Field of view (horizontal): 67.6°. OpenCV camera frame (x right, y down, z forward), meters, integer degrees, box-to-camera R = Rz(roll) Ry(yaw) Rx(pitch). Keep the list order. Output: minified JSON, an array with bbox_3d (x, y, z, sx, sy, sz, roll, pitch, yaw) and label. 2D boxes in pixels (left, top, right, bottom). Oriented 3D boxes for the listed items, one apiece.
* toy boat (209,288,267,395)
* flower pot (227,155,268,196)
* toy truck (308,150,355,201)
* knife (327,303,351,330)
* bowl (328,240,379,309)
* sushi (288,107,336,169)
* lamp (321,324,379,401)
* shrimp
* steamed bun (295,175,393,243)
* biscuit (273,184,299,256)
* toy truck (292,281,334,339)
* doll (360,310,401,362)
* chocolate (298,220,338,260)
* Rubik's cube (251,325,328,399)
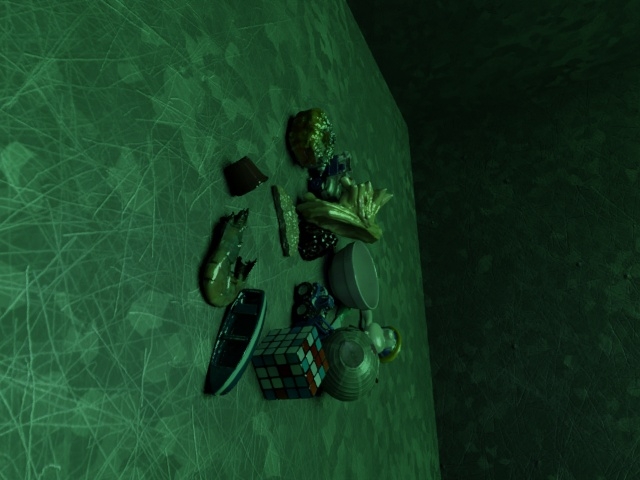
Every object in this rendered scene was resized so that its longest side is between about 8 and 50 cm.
[{"bbox_3d":[-0.210,0.260,1.222,0.062,0.095,0.300,72,28,-48],"label":"toy boat"},{"bbox_3d":[-0.219,-0.193,1.392,0.089,0.111,0.111,60,27,-16],"label":"flower pot"},{"bbox_3d":[0.058,-0.251,1.967,0.161,0.176,0.214,43,42,-57],"label":"toy truck"},{"bbox_3d":[0.069,0.334,1.938,0.260,0.034,0.063,-46,125,-56],"label":"knife"},{"bbox_3d":[0.128,0.155,1.987,0.287,0.143,0.287,45,38,-51],"label":"bowl"},{"bbox_3d":[-0.029,-0.404,1.870,0.184,0.139,0.275,53,41,-51],"label":"sushi"},{"bbox_3d":[0.092,0.434,1.699,0.233,0.233,0.266,36,34,-59],"label":"lamp"},{"bbox_3d":[-0.230,0.055,1.295,0.178,0.075,0.290,67,24,-47],"label":"shrimp"},{"bbox_3d":[0.130,-0.125,1.861,0.427,0.247,0.190,19,77,-41],"label":"steamed bun"},{"bbox_3d":[-0.111,-0.070,1.676,0.133,0.032,0.250,-7,86,-69],"label":"biscuit"},{"bbox_3d":[-0.019,0.250,1.631,0.113,0.126,0.208,52,36,-48],"label":"toy truck"},{"bbox_3d":[0.284,0.480,2.188,0.311,0.159,0.243,-81,153,-48],"label":"doll"},{"bbox_3d":[0.000,0.000,1.781,0.156,0.133,0.156,-9,90,-69],"label":"chocolate"},{"bbox_3d":[-0.086,0.355,1.391,0.155,0.154,0.151,-49,125,-62],"label":"Rubik's cube"}]
